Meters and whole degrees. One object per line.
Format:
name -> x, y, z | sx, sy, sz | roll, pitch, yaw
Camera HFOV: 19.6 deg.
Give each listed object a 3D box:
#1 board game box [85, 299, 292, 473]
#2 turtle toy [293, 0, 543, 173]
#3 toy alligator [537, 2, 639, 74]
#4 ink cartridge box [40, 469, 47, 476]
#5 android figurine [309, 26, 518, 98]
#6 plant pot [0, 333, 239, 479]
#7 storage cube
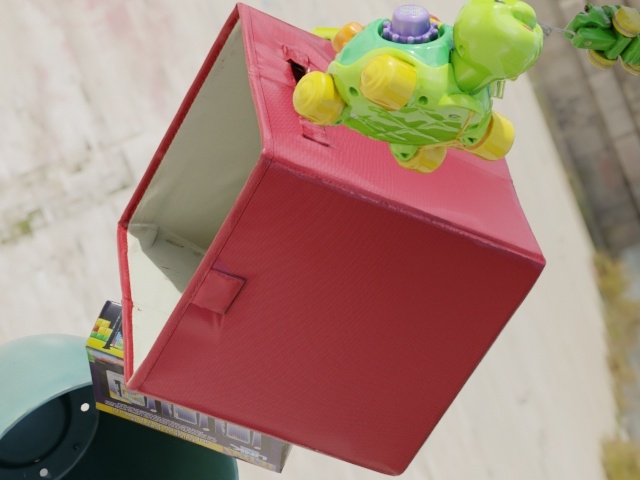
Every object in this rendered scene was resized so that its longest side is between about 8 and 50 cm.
board game box -> -0.101, 0.121, 1.513 | 0.141, 0.170, 0.048 | 97, 14, -65
turtle toy -> 0.055, -0.082, 0.913 | 0.095, 0.130, 0.066 | 24, 68, -37
toy alligator -> 0.256, -0.191, 1.664 | 0.189, 0.056, 0.051 | 7, 52, -27
ink cartridge box -> -0.518, 0.232, 2.131 | 0.395, 0.285, 0.166 | 29, 1, 9
android figurine -> 0.103, -0.206, 2.149 | 0.248, 0.272, 0.056 | 5, 95, -45
plant pot -> -0.262, 0.227, 1.861 | 0.235, 0.293, 0.293 | 34, -24, 56
storage cube -> 0.000, 0.000, 1.155 | 0.193, 0.215, 0.184 | 21, 29, -21
